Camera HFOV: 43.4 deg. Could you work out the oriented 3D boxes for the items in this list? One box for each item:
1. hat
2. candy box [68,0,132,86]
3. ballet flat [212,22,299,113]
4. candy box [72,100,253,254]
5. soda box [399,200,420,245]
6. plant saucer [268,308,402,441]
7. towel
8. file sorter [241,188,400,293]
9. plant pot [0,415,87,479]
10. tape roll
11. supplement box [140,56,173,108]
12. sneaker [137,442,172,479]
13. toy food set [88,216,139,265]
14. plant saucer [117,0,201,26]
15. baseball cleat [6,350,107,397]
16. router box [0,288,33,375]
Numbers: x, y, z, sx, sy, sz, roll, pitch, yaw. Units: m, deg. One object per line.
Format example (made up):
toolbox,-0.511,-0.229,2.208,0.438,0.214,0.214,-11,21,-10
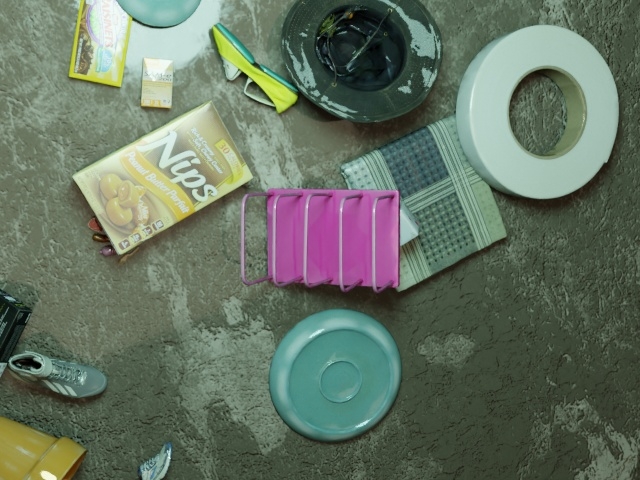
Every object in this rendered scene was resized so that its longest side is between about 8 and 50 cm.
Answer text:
hat,0.081,-0.384,1.686,0.331,0.134,0.332,0,83,-2
candy box,-0.435,-0.419,1.611,0.105,0.027,0.206,9,96,-18
ballet flat,-0.149,-0.349,1.671,0.231,0.077,0.077,38,105,-18
candy box,-0.320,-0.130,1.642,0.316,0.087,0.183,-31,105,-11
soda box,0.107,0.007,1.739,0.216,0.074,0.069,-34,100,19
plant saucer,0.041,0.315,1.831,0.317,0.043,0.318,-2,100,-13
towel,0.236,-0.083,1.820,0.312,0.056,0.324,-26,101,-12
file sorter,0.000,0.000,1.632,0.290,0.182,0.202,2,96,18
plant pot,-0.611,0.459,1.626,0.188,0.205,0.205,34,89,-1
tape roll,0.493,-0.285,1.814,0.391,0.072,0.392,-1,95,-18
supplement box,-0.334,-0.321,1.644,0.062,0.036,0.099,2,98,-14
sneaker,-0.367,0.501,1.756,0.058,0.052,0.135,25,92,-12
toy food set,-0.438,-0.008,1.676,0.078,0.019,0.122,-42,105,-5
plant saucer,-0.320,-0.527,1.600,0.194,0.037,0.195,-2,94,-23
baseball cleat,-0.538,0.277,1.648,0.205,0.109,0.072,12,70,-16
router box,-0.669,0.187,1.602,0.133,0.046,0.179,28,92,22
